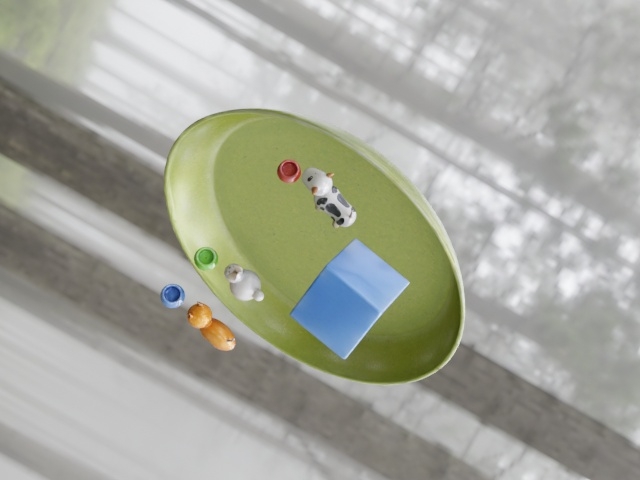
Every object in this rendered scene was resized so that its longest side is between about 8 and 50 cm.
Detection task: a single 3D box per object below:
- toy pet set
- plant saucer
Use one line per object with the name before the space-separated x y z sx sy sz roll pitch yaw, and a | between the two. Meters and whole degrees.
toy pet set | -0.016 0.019 0.869 0.122 0.114 0.065 -49 174 -12
plant saucer | 0.000 0.000 1.019 0.037 0.241 0.241 -50 178 -37
